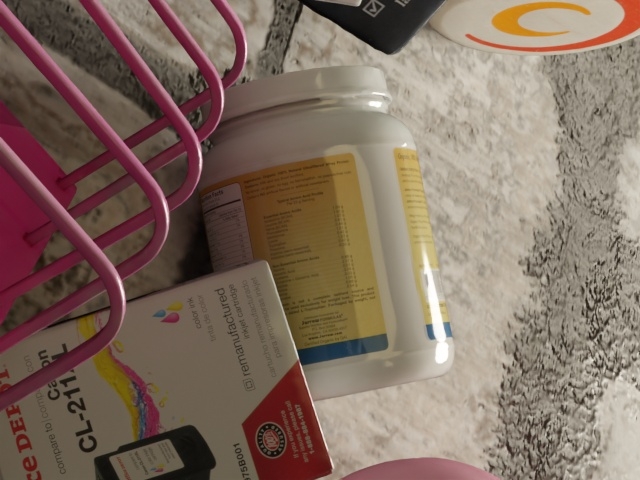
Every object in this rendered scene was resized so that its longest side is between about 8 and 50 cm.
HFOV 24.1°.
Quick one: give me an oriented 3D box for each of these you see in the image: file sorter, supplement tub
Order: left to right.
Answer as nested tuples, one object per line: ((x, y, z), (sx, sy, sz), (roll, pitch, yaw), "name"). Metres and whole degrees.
((-0.171, -0.064, 0.730), (0.202, 0.182, 0.290), (51, 25, -20), "file sorter")
((0.000, 0.000, 0.959), (0.144, 0.144, 0.199), (-5, 83, -42), "supplement tub")

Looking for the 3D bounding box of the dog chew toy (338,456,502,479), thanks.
((0.115, 0.253, 0.968), (0.332, 0.207, 0.206), (18, 68, -45), "dog chew toy")

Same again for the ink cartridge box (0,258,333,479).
((-0.097, 0.097, 0.841), (0.175, 0.072, 0.127), (-18, 91, -7), "ink cartridge box")

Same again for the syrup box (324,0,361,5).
((0.007, -0.250, 0.781), (0.096, 0.237, 0.093), (6, 39, -19), "syrup box")

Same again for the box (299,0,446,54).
((-0.025, -0.351, 0.891), (0.395, 0.293, 0.212), (28, 30, -34), "box")

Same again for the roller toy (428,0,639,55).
((0.167, -0.235, 1.134), (0.209, 0.191, 0.146), (3, 77, -16), "roller toy")
